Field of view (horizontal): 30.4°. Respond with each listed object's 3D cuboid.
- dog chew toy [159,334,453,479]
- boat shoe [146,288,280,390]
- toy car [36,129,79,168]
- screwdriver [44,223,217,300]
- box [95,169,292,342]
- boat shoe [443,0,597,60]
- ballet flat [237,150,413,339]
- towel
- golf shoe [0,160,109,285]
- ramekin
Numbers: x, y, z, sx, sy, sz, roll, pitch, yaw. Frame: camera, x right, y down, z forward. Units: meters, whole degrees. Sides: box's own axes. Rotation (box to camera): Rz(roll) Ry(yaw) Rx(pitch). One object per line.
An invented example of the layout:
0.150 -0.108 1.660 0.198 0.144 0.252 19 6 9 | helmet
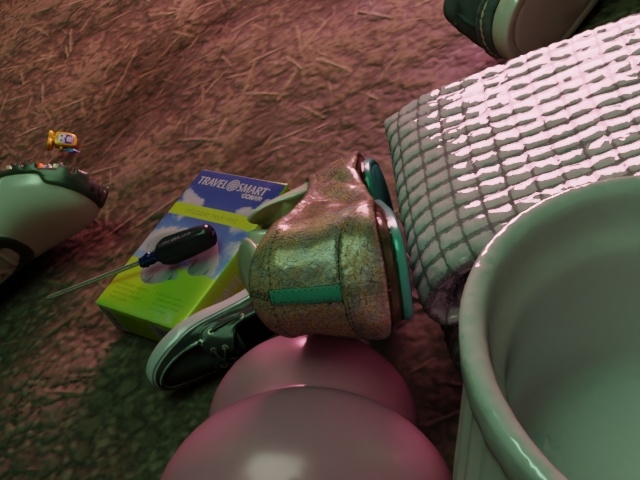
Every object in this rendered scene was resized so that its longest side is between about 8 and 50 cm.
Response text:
-0.007 0.177 0.640 0.207 0.206 0.332 -19 32 15 | dog chew toy
-0.068 0.073 0.897 0.142 0.049 0.040 -34 39 -6 | boat shoe
-0.262 -0.080 1.181 0.040 0.060 0.122 5 51 -5 | toy car
-0.158 0.025 0.966 0.170 0.024 0.025 -25 69 19 | screwdriver
-0.093 0.007 0.987 0.109 0.042 0.178 13 57 40 | box
0.230 -0.287 1.031 0.319 0.116 0.099 -49 46 -13 | boat shoe
0.000 0.000 0.780 0.106 0.107 0.316 -10 4 3 | ballet flat
0.194 -0.045 0.783 0.284 0.121 0.235 -22 31 12 | towel
-0.311 0.015 1.095 0.273 0.105 0.120 -20 56 23 | golf shoe
0.193 0.102 0.553 0.277 0.135 0.277 4 38 -3 | ramekin
